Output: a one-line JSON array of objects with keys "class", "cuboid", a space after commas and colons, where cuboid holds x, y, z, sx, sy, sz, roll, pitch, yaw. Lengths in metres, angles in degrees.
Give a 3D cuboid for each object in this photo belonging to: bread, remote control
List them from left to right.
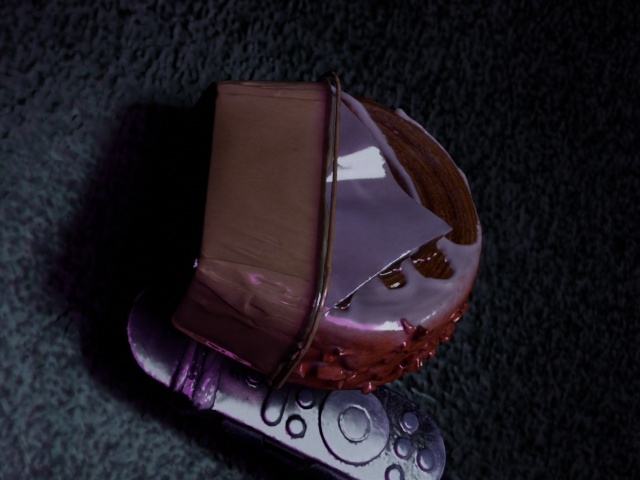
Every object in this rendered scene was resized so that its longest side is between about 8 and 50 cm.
[{"class": "remote control", "cuboid": [-0.033, 0.113, 1.372, 0.266, 0.066, 0.090, 30, 55, -22]}, {"class": "bread", "cuboid": [0.000, 0.000, 1.335, 0.212, 0.142, 0.224, 16, 54, -18]}]
